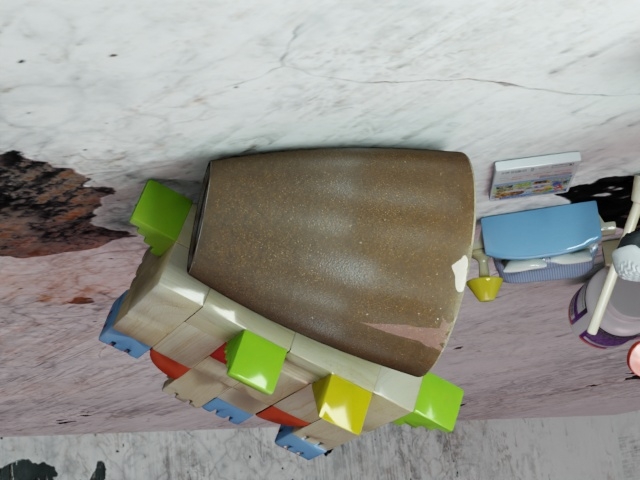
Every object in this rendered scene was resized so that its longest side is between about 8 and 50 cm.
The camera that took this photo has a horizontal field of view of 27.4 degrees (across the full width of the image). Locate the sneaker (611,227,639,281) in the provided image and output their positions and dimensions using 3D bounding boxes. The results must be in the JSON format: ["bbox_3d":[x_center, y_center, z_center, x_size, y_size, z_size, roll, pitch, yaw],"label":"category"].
[{"bbox_3d":[0.363,-0.067,1.124,0.269,0.153,0.101,-22,163,13],"label":"sneaker"}]

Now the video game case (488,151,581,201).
[{"bbox_3d":[0.224,-0.066,1.381,0.087,0.011,0.122,-7,166,2],"label":"video game case"}]

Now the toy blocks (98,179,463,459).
[{"bbox_3d":[-0.074,0.111,1.389,0.381,0.190,0.261,28,149,-16],"label":"toy blocks"}]

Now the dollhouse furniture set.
[{"bbox_3d":[0.342,0.080,1.637,0.304,0.198,0.286,-8,166,7],"label":"dollhouse furniture set"}]

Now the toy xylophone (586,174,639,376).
[{"bbox_3d":[0.429,0.056,1.426,0.236,0.322,0.081,11,-174,-7],"label":"toy xylophone"}]

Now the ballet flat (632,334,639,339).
[{"bbox_3d":[0.603,0.129,2.243,0.222,0.076,0.079,-10,-175,34],"label":"ballet flat"}]

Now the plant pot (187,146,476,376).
[{"bbox_3d":[0.000,0.000,1.210,0.231,0.215,0.215,11,163,-10],"label":"plant pot"}]

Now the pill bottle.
[{"bbox_3d":[0.434,0.093,1.918,0.108,0.108,0.193,-6,166,-3],"label":"pill bottle"}]
